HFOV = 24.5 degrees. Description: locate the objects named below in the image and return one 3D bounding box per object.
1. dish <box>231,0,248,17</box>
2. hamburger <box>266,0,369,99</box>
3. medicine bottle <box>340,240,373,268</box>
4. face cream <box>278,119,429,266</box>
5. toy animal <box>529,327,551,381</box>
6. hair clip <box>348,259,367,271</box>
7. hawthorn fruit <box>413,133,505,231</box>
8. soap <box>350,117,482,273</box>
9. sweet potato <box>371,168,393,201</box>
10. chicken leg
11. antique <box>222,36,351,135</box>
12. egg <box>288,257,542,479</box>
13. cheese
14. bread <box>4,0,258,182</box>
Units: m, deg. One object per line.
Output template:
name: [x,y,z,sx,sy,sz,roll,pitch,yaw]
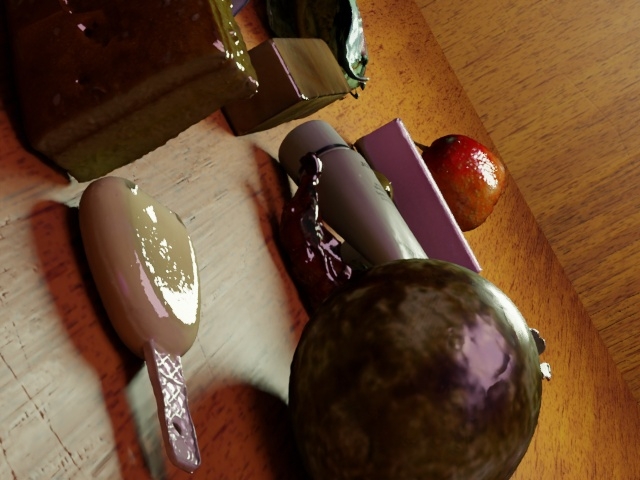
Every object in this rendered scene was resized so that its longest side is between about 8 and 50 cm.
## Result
dish: [-0.185,-0.341,1.487,0.134,0.273,0.273,18,-23,46]
hamburger: [-0.013,-0.340,2.176,0.276,0.150,0.260,73,6,-88]
medicine bottle: [0.098,0.068,1.876,0.092,0.061,0.220,29,-9,41]
face cream: [0.056,-0.018,1.745,0.314,0.089,0.143,54,12,33]
toy animal: [0.230,0.195,2.000,0.272,0.160,0.197,50,19,-14]
hair clip: [0.127,0.143,1.794,0.321,0.091,0.138,40,-1,-36]
hawthorn fruit: [0.220,-0.112,2.508,0.194,0.157,0.157,42,16,-3]
soap: [0.142,-0.049,2.174,0.259,0.081,0.181,61,2,0]
sweet potato: [0.061,-0.058,2.004,0.075,0.075,0.269,62,0,3]
chicken leg: [-0.005,0.003,1.669,0.089,0.048,0.219,-8,66,-35]
antique: [-0.044,-0.196,1.847,0.087,0.093,0.310,61,15,-1]
egg: [0.083,0.151,1.377,0.238,0.238,0.289,54,41,-26]
cheese: [-0.130,0.069,1.159,0.127,0.054,0.251,38,28,-50]
bread: [-0.169,-0.187,1.236,0.110,0.184,0.234,53,15,-51]
